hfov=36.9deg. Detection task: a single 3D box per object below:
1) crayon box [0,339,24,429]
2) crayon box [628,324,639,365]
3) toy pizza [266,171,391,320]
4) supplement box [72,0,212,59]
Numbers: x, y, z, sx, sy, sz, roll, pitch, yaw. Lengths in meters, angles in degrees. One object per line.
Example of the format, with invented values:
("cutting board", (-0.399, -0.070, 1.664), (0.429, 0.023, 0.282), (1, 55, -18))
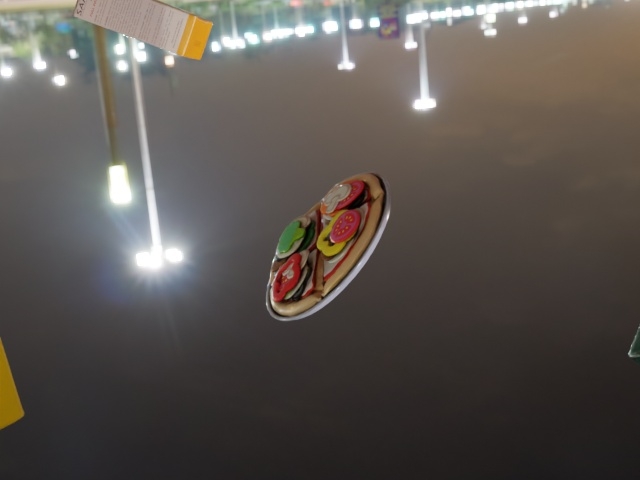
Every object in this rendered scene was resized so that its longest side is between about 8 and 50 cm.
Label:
("crayon box", (-0.354, 0.014, 0.494), (0.313, 0.363, 0.106), (-28, -137, -31))
("crayon box", (0.444, 0.028, 0.925), (0.323, 0.203, 0.083), (-60, -165, -23))
("toy pizza", (0.000, 0.000, 1.073), (0.032, 0.201, 0.201), (37, 178, -23))
("supplement box", (-0.147, -0.185, 0.798), (0.098, 0.036, 0.062), (21, -170, 3))
